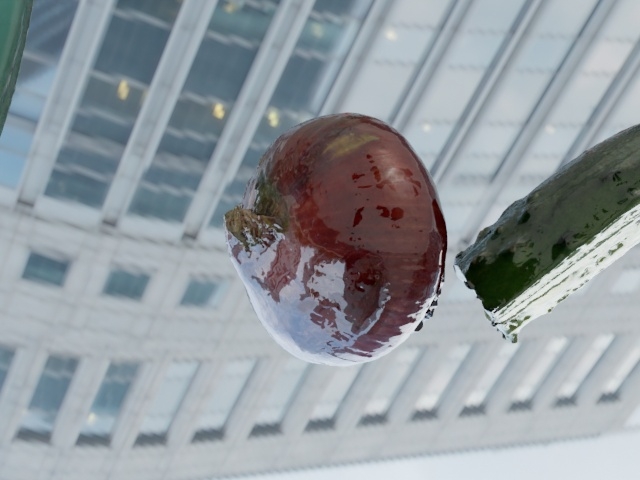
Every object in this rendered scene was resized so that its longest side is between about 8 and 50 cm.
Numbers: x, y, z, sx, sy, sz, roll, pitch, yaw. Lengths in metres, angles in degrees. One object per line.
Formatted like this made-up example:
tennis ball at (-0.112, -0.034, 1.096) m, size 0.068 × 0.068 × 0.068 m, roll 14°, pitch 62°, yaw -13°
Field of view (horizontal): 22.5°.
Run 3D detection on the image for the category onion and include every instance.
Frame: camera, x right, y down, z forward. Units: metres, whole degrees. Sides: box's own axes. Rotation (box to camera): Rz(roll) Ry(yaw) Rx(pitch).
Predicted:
onion at (0.010, 0.002, 1.461) m, size 0.161 × 0.248 × 0.248 m, roll -26°, pitch -118°, yaw -37°

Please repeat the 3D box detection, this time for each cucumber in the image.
cucumber at (0.269, -0.041, 1.528) m, size 0.105 × 0.325 × 0.145 m, roll 57°, pitch -171°, yaw 23°

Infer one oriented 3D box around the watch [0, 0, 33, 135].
watch at (-0.234, -0.116, 0.920) m, size 0.068 × 0.237 × 0.195 m, roll 11°, pitch -174°, yaw 13°
